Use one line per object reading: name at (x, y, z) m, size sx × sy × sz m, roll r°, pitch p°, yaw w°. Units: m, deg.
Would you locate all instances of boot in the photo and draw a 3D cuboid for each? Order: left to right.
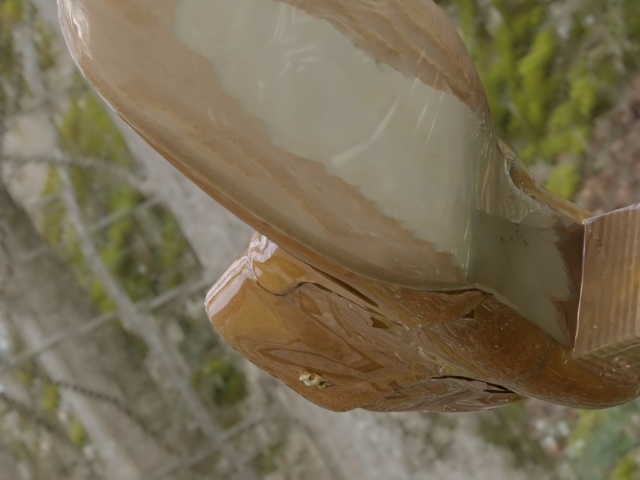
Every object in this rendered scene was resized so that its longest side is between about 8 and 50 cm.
boot at (0.001, -0.001, 0.702) m, size 0.295 × 0.104 × 0.211 m, roll 24°, pitch -25°, yaw -25°
